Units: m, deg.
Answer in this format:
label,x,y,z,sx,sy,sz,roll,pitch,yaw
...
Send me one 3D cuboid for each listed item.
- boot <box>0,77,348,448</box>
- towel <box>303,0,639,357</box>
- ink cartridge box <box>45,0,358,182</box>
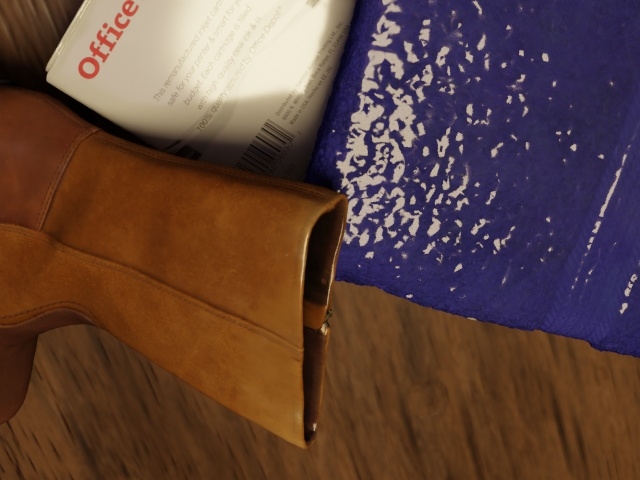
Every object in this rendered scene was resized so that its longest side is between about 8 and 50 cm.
label,x,y,z,sx,sy,sz,roll,pitch,yaw
boot,-0.119,0.049,0.591,0.281,0.096,0.264,21,114,20
towel,0.149,-0.055,0.564,0.308,0.076,0.227,13,105,-14
ink cartridge box,-0.043,-0.110,0.595,0.191,0.082,0.139,32,107,-14
